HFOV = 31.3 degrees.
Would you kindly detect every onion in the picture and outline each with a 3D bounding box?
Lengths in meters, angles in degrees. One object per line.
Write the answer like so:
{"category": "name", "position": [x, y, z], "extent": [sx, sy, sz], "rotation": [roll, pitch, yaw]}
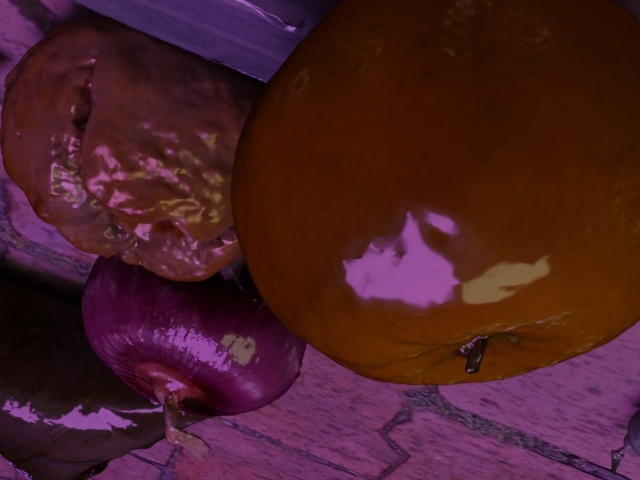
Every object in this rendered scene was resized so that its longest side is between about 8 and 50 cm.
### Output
{"category": "onion", "position": [-0.109, 0.062, 1.039], "extent": [0.207, 0.200, 0.200], "rotation": [43, 157, 21]}

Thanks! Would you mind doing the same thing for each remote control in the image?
{"category": "remote control", "position": [-0.082, -0.168, 0.757], "extent": [0.247, 0.052, 0.104], "rotation": [21, 151, -9]}

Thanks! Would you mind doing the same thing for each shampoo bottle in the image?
{"category": "shampoo bottle", "position": [0.327, 0.175, 1.072], "extent": [0.056, 0.056, 0.195], "rotation": [24, 151, -7]}

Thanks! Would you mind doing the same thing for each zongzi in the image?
{"category": "zongzi", "position": [-0.309, 0.115, 1.235], "extent": [0.356, 0.174, 0.393], "rotation": [38, 145, -23]}

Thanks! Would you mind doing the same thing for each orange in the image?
{"category": "orange", "position": [0.085, -0.039, 0.678], "extent": [0.279, 0.235, 0.279], "rotation": [-6, 161, -2]}

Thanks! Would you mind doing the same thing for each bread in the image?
{"category": "bread", "position": [-0.137, -0.057, 0.874], "extent": [0.244, 0.134, 0.244], "rotation": [13, 157, 6]}
